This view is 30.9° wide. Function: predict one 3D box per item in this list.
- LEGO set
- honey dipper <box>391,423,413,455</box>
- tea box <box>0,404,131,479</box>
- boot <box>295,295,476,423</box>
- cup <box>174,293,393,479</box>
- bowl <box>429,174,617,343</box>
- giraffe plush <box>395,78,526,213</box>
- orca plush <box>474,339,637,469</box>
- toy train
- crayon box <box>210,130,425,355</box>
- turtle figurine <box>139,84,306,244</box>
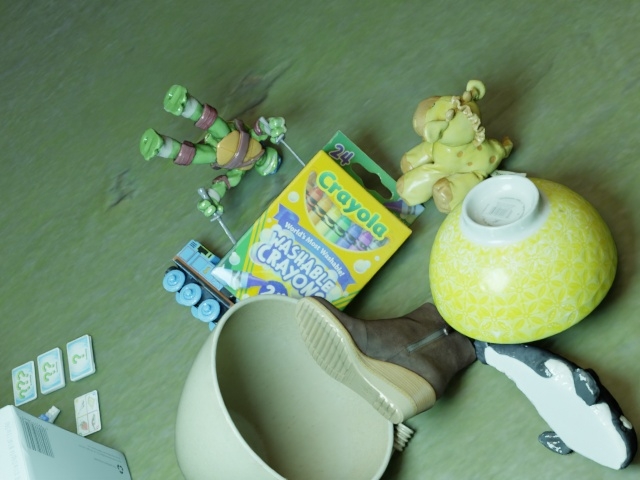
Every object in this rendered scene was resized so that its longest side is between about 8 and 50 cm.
[{"bbox_3d":[-0.480,0.302,2.054,0.182,0.060,0.244,-24,59,18],"label":"LEGO set"},{"bbox_3d":[0.090,0.354,1.779,0.030,0.030,0.161,27,81,32],"label":"honey dipper"},{"bbox_3d":[-0.499,0.458,1.823,0.323,0.329,0.220,-29,58,9],"label":"tea box"},{"bbox_3d":[0.099,0.146,1.759,0.248,0.090,0.207,46,46,9],"label":"boot"},{"bbox_3d":[-0.088,0.282,1.759,0.237,0.331,0.331,-42,51,37],"label":"cup"},{"bbox_3d":[0.286,-0.005,1.733,0.289,0.156,0.289,-15,41,13],"label":"bowl"},{"bbox_3d":[0.209,-0.161,1.857,0.210,0.170,0.181,-3,48,25],"label":"giraffe plush"},{"bbox_3d":[0.359,0.223,1.705,0.287,0.102,0.151,24,123,42],"label":"orca plush"},{"bbox_3d":[-0.193,0.083,2.013,0.184,0.080,0.105,36,79,33],"label":"toy train"},{"bbox_3d":[0.000,0.000,1.898,0.203,0.083,0.323,42,86,-3],"label":"crayon box"},{"bbox_3d":[-0.152,-0.137,1.972,0.197,0.266,0.275,-33,48,39],"label":"turtle figurine"}]
